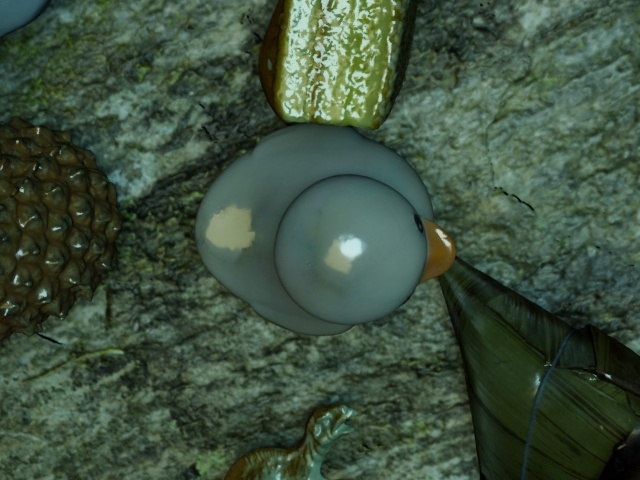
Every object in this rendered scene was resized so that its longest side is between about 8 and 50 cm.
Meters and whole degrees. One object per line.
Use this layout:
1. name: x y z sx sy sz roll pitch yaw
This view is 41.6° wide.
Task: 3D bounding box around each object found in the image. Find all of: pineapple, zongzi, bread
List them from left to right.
1. pineapple: -0.340 0.013 0.774 0.223 0.357 0.223 4 107 13
2. bread: 0.026 -0.196 0.711 0.110 0.234 0.184 12 106 6
3. zongzi: 0.180 0.178 0.849 0.300 0.138 0.286 36 121 20

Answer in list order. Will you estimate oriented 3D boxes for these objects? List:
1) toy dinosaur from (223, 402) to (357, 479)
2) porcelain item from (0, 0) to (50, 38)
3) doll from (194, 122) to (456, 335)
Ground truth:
1. toy dinosaur: -0.063 0.348 0.944 0.393 0.092 0.205 -38 94 19
2. porcelain item: -0.340 -0.326 0.780 0.242 0.178 0.405 28 104 4
3. doll: 0.000 0.000 0.780 0.251 0.221 0.221 7 105 12
